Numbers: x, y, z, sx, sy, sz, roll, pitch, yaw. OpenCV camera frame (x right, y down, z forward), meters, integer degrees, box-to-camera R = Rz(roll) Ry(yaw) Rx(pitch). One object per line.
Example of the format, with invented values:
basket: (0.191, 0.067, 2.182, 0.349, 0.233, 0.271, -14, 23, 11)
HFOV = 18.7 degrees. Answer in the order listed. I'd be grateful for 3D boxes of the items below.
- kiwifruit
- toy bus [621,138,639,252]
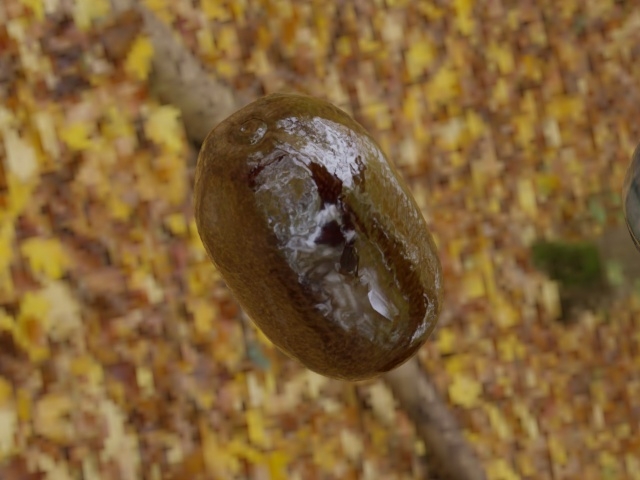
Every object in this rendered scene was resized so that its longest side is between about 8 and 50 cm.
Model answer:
kiwifruit: (0.000, 0.000, 0.700, 0.124, 0.075, 0.075, 52, 34, -38)
toy bus: (0.225, -0.022, 0.498, 0.197, 0.231, 0.294, 99, -17, -46)
